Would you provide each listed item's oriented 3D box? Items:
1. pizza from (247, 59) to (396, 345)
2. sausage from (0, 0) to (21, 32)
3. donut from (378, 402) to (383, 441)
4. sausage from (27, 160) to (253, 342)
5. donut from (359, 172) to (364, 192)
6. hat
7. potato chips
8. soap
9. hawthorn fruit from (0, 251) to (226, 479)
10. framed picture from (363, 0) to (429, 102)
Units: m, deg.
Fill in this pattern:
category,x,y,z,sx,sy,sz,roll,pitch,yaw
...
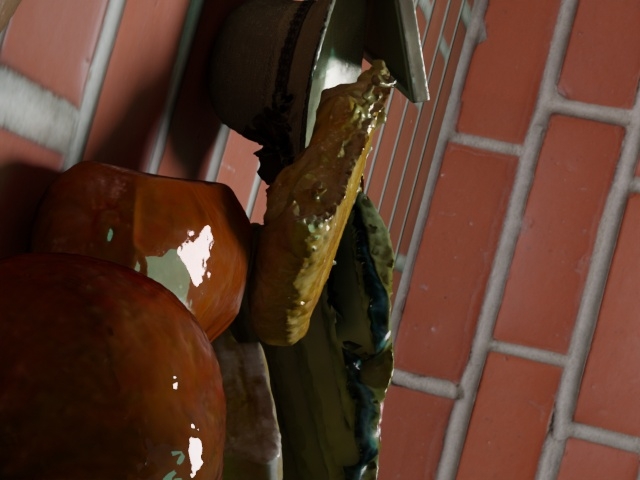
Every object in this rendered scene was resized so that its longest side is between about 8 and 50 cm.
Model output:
category,x,y,z,sx,sy,sz,roll,pitch,yaw
pizza,-0.003,-0.047,1.358,0.280,0.075,0.288,106,5,-58
sausage,-0.220,-0.100,0.695,0.253,0.123,0.123,-64,165,-44
donut,-0.039,0.277,1.813,0.382,0.142,0.383,-161,-90,-78
sausage,-0.141,0.015,1.180,0.268,0.153,0.141,10,87,-81
donut,0.000,0.000,2.094,0.235,0.089,0.235,15,90,-81
hat,-0.042,-0.170,1.515,0.257,0.130,0.257,12,90,-80
potato chips,-0.026,0.157,1.556,0.358,0.070,0.429,-50,-138,40
soap,-0.121,0.211,1.422,0.281,0.143,0.259,93,-18,-45
hawthorn fruit,-0.180,0.124,0.912,0.262,0.258,0.258,-135,-125,-67
framed picture,0.051,-0.292,1.593,0.324,0.020,0.240,-121,-162,-70
